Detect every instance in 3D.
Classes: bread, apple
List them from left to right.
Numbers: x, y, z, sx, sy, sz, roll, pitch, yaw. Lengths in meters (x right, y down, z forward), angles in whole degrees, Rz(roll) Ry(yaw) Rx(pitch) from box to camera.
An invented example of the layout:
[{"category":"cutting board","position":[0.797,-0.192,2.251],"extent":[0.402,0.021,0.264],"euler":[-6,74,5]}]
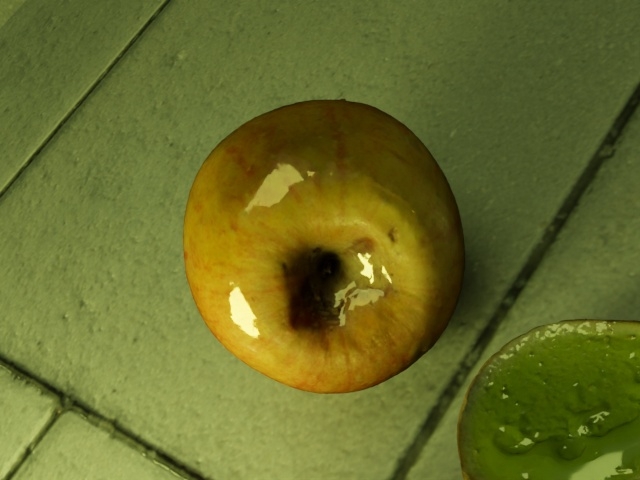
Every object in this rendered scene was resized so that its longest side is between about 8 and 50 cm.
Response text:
[{"category":"apple","position":[0.000,0.000,1.058],"extent":[0.299,0.299,0.275],"euler":[-39,13,-2]},{"category":"bread","position":[0.234,0.162,0.892],"extent":[0.236,0.070,0.236],"euler":[-21,37,17]}]
